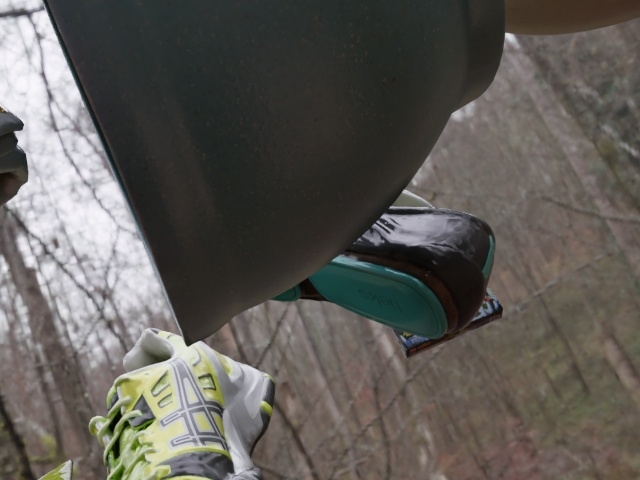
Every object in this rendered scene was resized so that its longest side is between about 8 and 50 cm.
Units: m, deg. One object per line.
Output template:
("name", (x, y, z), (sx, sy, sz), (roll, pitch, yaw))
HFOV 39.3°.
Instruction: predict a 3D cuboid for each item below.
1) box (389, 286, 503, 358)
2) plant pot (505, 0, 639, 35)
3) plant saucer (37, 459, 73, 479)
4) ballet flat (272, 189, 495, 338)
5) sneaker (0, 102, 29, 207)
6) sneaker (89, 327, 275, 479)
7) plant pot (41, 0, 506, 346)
("box", (0.149, 0.082, 1.140), (0.137, 0.094, 0.027), (-22, -35, -10))
("plant pot", (0.204, -0.323, 0.913), (0.191, 0.284, 0.284), (-25, -18, 31))
("plant saucer", (-0.142, 0.225, 0.397), (0.045, 0.188, 0.188), (4, 15, -14))
("ballet flat", (0.000, 0.000, 0.636), (0.096, 0.281, 0.095), (-50, -43, -31))
("sneaker", (-0.201, -0.068, 0.377), (0.169, 0.292, 0.108), (29, -62, -19))
("sneaker", (-0.136, 0.198, 0.764), (0.145, 0.147, 0.384), (-55, 10, 11))
("plant pot", (-0.033, -0.120, 0.450), (0.196, 0.293, 0.293), (-23, -19, -10))
